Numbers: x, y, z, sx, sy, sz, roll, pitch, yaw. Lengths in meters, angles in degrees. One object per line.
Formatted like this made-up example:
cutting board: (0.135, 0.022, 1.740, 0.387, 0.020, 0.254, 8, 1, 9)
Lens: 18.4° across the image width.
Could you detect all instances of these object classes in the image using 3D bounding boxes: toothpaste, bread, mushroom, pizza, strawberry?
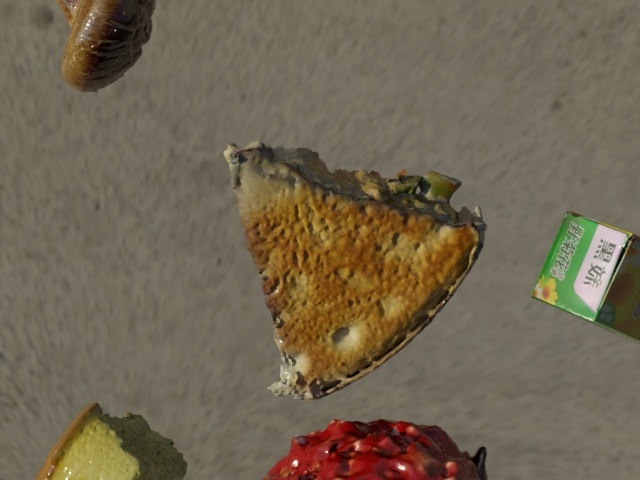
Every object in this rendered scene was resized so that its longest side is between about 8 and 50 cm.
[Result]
toothpaste: (0.156, 0.028, 0.909, 0.037, 0.178, 0.043, 22, 90, 35)
bread: (-0.170, 0.190, 1.489, 0.086, 0.156, 0.125, 34, 88, 11)
mushroom: (-0.187, -0.190, 1.734, 0.085, 0.109, 0.126, 9, 125, -29)
pizza: (0.000, 0.000, 1.272, 0.185, 0.052, 0.195, -44, 120, 1)
strawberry: (-0.005, 0.174, 1.214, 0.236, 0.190, 0.111, -14, 68, -40)
